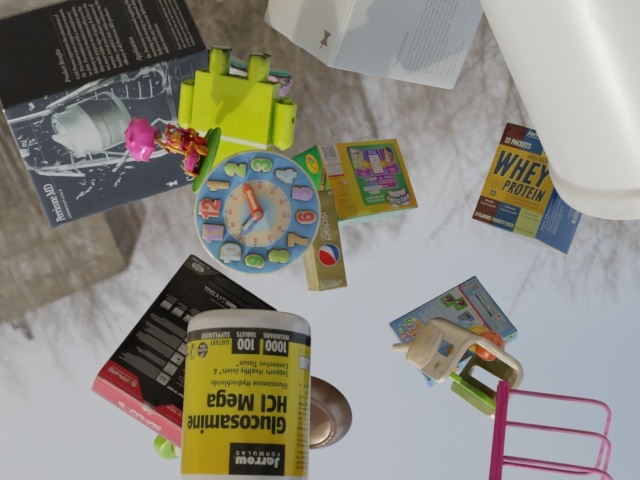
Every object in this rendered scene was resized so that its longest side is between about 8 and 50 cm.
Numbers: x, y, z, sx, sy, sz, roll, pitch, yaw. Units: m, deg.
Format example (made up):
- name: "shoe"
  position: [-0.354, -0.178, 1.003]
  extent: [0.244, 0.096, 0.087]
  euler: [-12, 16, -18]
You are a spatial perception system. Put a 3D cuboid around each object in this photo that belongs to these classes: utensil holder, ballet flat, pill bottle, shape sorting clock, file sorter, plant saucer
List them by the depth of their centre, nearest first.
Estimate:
- name: "utensil holder"
  position: [0.351, -0.271, 1.124]
  extent: [0.327, 0.385, 0.327]
  euler: [-25, -153, 13]
- name: "pill bottle"
  position: [-0.108, 0.277, 1.462]
  extent: [0.188, 0.334, 0.188]
  euler: [1, 166, 0]
- name: "file sorter"
  position: [0.344, 0.396, 1.522]
  extent: [0.182, 0.202, 0.291]
  euler: [5, -140, 11]
- name: "shape sorting clock"
  position: [-0.101, -0.044, 1.616]
  extent: [0.206, 0.206, 0.040]
  euler: [-21, -169, -1]
- name: "plant saucer"
  position: [-0.036, 0.355, 2.011]
  extent: [0.198, 0.199, 0.036]
  euler: [-16, -152, 21]
- name: "ballet flat"
  position: [-0.179, -0.395, 2.411]
  extent: [0.221, 0.079, 0.077]
  euler: [16, -157, -4]

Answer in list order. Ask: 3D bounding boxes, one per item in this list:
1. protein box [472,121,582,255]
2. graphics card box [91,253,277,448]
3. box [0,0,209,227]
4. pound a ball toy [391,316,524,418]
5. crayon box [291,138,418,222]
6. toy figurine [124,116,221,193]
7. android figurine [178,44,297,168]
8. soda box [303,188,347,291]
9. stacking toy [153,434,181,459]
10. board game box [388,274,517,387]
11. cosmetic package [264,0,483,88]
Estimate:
- name: "protein box"
  position: [0.422, -0.097, 1.945]
  extent: [0.136, 0.200, 0.201]
  euler: [21, -178, 33]
- name: "graphics card box"
  position: [-0.275, 0.224, 2.077]
  extent: [0.371, 0.232, 0.094]
  euler: [-58, 180, -40]
- name: "box"
  position: [-0.513, -0.334, 2.436]
  extent: [0.471, 0.297, 0.480]
  euler: [-18, 149, -10]
- name: "pound a ball toy"
  position: [0.238, 0.194, 1.812]
  extent: [0.136, 0.208, 0.319]
  euler: [-55, -173, -3]
- name: "crayon box"
  position: [0.079, -0.123, 2.145]
  extent: [0.081, 0.165, 0.278]
  euler: [-23, 172, 41]
- name: "toy figurine"
  position: [-0.280, -0.182, 1.837]
  extent: [0.159, 0.130, 0.173]
  euler: [20, -156, -16]
- name: "android figurine"
  position: [-0.168, -0.238, 1.964]
  extent: [0.248, 0.273, 0.056]
  euler: [11, -160, 17]
- name: "soda box"
  position: [0.000, 0.000, 1.819]
  extent: [0.058, 0.181, 0.061]
  euler: [-8, -178, -20]
- name: "stacking toy"
  position: [-0.210, 0.427, 2.248]
  extent: [0.309, 0.130, 0.279]
  euler: [-1, 134, -43]
- name: "board game box"
  position: [0.270, 0.184, 2.051]
  extent: [0.211, 0.039, 0.160]
  euler: [-27, -125, -9]
- name: "cosmetic package"
  position: [0.142, -0.588, 2.386]
  extent: [0.393, 0.327, 0.329]
  euler: [3, -153, -37]
